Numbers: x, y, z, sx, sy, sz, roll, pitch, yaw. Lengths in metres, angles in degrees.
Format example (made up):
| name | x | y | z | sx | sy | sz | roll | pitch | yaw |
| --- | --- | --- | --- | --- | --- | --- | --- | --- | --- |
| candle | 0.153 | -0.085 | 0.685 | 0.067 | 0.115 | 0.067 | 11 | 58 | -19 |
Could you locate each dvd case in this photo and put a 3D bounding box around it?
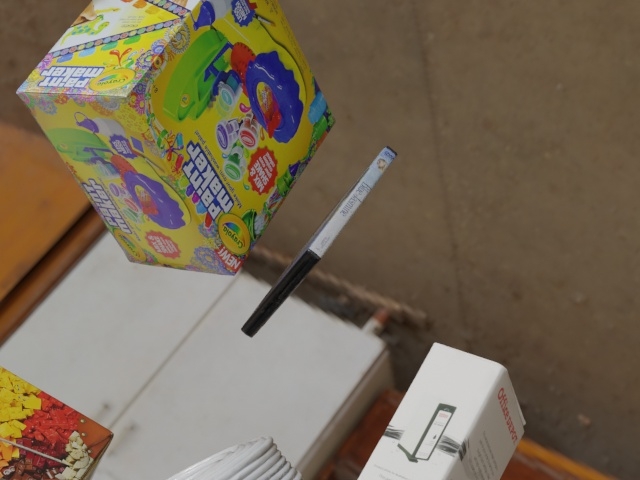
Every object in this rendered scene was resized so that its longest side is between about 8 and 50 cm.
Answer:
| name | x | y | z | sx | sy | sz | roll | pitch | yaw |
| --- | --- | --- | --- | --- | --- | --- | --- | --- | --- |
| dvd case | 0.000 | 0.000 | 1.783 | 0.022 | 0.253 | 0.180 | 38 | 132 | -2 |

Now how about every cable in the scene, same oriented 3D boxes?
| name | x | y | z | sx | sy | sz | roll | pitch | yaw |
| --- | --- | --- | --- | --- | --- | --- | --- | --- | --- |
| cable | -0.144 | 0.306 | 1.577 | 0.089 | 0.257 | 0.257 | 60 | 155 | 1 |

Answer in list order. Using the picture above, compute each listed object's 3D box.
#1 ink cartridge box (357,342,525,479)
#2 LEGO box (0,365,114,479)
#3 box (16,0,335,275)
| name | x | y | z | sx | sy | sz | roll | pitch | yaw |
| --- | --- | --- | --- | --- | --- | --- | --- | --- | --- |
| ink cartridge box | 0.120 | 0.230 | 1.441 | 0.086 | 0.203 | 0.148 | 19 | 153 | 28 |
| LEGO box | -0.595 | 0.420 | 2.208 | 0.372 | 0.193 | 0.500 | 31 | 124 | 1 |
| box | -0.162 | -0.160 | 1.707 | 0.177 | 0.279 | 0.290 | 7 | 141 | 35 |
